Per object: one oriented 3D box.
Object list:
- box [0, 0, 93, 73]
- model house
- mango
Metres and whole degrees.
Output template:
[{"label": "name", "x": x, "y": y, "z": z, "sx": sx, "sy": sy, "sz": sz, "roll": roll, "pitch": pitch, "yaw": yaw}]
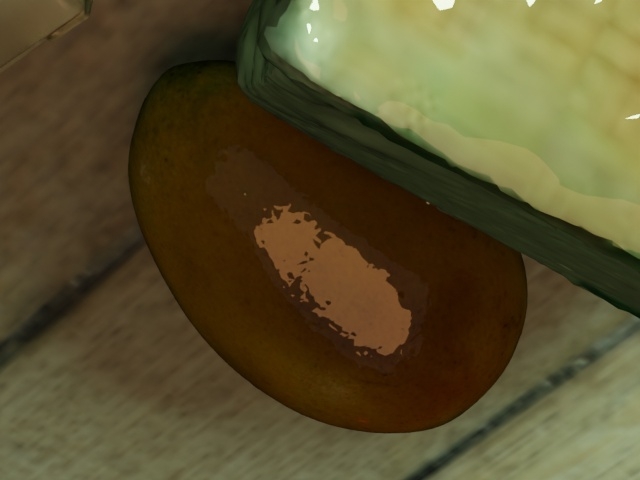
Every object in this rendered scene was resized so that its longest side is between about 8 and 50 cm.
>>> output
[{"label": "box", "x": -0.262, "y": -0.144, "z": 0.524, "sx": 0.214, "sy": 0.069, "sz": 0.353, "roll": -31, "pitch": 125, "yaw": 22}, {"label": "model house", "x": 0.165, "y": -0.124, "z": 0.508, "sx": 0.267, "sy": 0.194, "sz": 0.325, "roll": 29, "pitch": 91, "yaw": -8}, {"label": "mango", "x": -0.001, "y": 0.005, "z": 0.634, "sx": 0.163, "sy": 0.089, "sz": 0.111, "roll": 27, "pitch": 113, "yaw": -9}]
